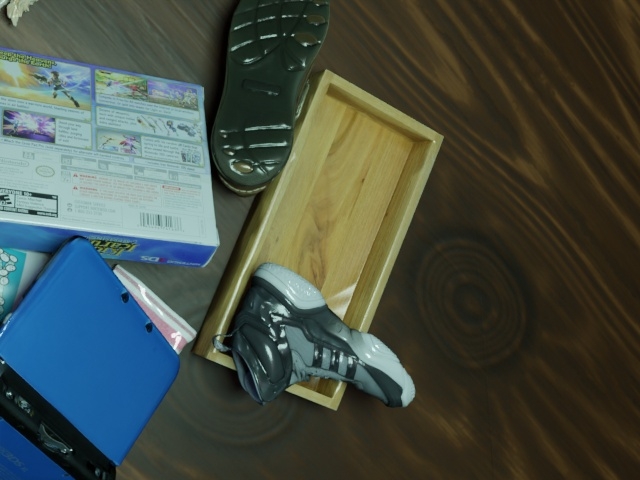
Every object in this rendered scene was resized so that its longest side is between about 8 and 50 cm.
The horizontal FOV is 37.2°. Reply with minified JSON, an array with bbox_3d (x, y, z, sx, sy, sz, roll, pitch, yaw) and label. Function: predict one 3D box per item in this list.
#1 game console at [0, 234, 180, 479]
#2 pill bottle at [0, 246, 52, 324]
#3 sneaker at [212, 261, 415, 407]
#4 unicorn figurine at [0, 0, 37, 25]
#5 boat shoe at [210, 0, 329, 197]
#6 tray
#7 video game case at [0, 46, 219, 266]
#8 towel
[{"bbox_3d":[-0.327,0.159,1.066,0.250,0.173,0.293,-11,140,11],"label":"game console"},{"bbox_3d":[-0.404,0.049,1.068,0.264,0.146,0.146,19,83,-25],"label":"pill bottle"},{"bbox_3d":[-0.012,0.161,1.205,0.268,0.101,0.153,41,75,-14],"label":"sneaker"},{"bbox_3d":[-0.390,-0.342,1.120,0.111,0.060,0.162,-47,125,-17],"label":"unicorn figurine"},{"bbox_3d":[-0.073,-0.204,1.236,0.123,0.120,0.324,17,69,-2],"label":"boat shoe"},{"bbox_3d":[0.000,0.000,1.298,0.203,0.076,0.410,26,81,-24],"label":"tray"},{"bbox_3d":[-0.263,-0.096,1.114,0.270,0.061,0.244,7,56,-25],"label":"video game case"},{"bbox_3d":[-0.264,0.148,1.200,0.144,0.029,0.197,44,74,-20],"label":"towel"}]
